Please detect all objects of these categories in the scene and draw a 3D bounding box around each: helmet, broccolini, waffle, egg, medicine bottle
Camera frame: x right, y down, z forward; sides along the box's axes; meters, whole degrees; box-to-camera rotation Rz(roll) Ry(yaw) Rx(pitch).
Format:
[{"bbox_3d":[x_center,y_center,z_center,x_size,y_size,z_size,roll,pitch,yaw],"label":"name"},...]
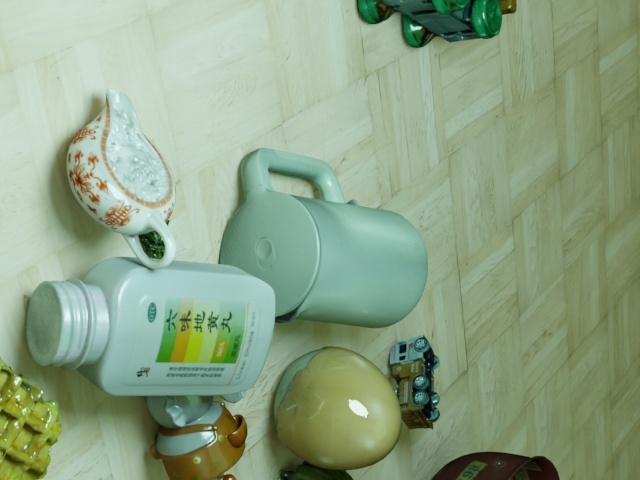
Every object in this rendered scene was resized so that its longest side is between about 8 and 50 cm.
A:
[{"bbox_3d":[0.313,0.592,2.447,0.385,0.230,0.337,-51,136,-24],"label":"helmet"},{"bbox_3d":[-0.222,0.059,1.711,0.051,0.054,0.239,-17,120,-14],"label":"broccolini"},{"bbox_3d":[-0.443,0.247,1.431,0.307,0.060,0.312,-37,129,-45],"label":"waffle"},{"bbox_3d":[0.031,0.285,1.971,0.201,0.244,0.201,-19,120,-37],"label":"egg"},{"bbox_3d":[-0.225,0.117,1.587,0.324,0.124,0.179,7,102,-37],"label":"medicine bottle"}]

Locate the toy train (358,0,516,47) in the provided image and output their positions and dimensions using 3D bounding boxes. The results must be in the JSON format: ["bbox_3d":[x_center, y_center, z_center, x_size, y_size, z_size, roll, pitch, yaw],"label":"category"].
[{"bbox_3d":[0.204,-0.488,2.075,0.429,0.178,0.249,15,77,-56],"label":"toy train"}]

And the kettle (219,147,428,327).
[{"bbox_3d":[0.012,0.006,1.896,0.318,0.205,0.265,8,95,-53],"label":"kettle"}]

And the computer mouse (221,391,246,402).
[{"bbox_3d":[-0.161,0.161,1.790,0.102,0.045,0.199,-92,164,-49],"label":"computer mouse"}]

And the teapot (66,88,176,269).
[{"bbox_3d":[-0.255,-0.071,1.542,0.245,0.116,0.159,59,19,9],"label":"teapot"}]

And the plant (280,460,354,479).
[{"bbox_3d":[0.074,0.506,2.019,0.180,0.333,0.251,79,25,-51],"label":"plant"}]

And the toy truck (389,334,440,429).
[{"bbox_3d":[0.165,0.274,2.266,0.080,0.115,0.177,57,30,-44],"label":"toy truck"}]

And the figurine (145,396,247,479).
[{"bbox_3d":[-0.200,0.264,1.738,0.271,0.143,0.143,51,52,-14],"label":"figurine"}]
